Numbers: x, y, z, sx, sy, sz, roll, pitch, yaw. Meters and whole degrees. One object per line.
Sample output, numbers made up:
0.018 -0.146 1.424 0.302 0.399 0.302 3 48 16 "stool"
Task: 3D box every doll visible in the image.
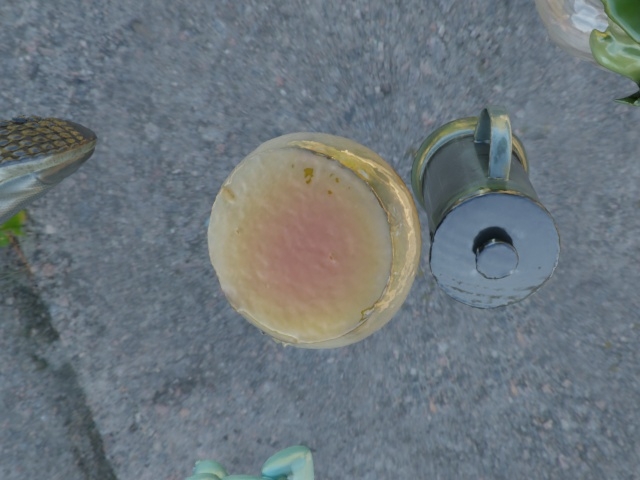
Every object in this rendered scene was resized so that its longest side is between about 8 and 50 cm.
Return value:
-0.073 0.257 0.848 0.159 0.159 0.059 -11 111 -19 "doll"

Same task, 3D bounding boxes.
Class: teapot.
0.250 -0.068 1.293 0.200 0.337 0.270 6 116 0 "teapot"

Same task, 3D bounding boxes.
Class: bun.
0.000 0.000 1.172 0.299 0.165 0.298 5 101 25 "bun"

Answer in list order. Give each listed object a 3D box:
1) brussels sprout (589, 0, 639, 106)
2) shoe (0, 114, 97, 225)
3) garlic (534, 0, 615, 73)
0.198 -0.126 0.378 0.181 0.100 0.139 -19 127 -9 "brussels sprout"
-0.279 -0.046 0.727 0.074 0.194 0.077 34 135 31 "shoe"
0.358 -0.307 0.850 0.322 0.322 0.241 -52 46 6 "garlic"
